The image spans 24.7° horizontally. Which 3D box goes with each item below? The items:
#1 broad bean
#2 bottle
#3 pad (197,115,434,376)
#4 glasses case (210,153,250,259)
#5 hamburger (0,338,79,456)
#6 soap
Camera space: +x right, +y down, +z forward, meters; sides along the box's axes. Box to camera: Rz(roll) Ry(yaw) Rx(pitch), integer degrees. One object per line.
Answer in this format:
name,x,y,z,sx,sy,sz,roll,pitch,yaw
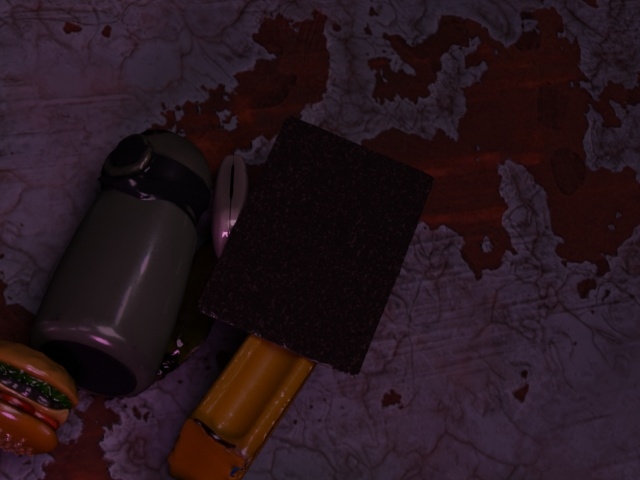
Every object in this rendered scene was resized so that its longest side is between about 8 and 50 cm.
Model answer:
broad bean,-0.151,0.062,1.957,0.077,0.061,0.339,30,59,3
bottle,-0.242,0.017,1.871,0.168,0.168,0.347,26,57,-16
pad,0.000,0.000,1.872,0.220,0.004,0.330,24,58,1
glasses case,-0.120,-0.046,1.956,0.051,0.081,0.204,2,31,-2
hamburger,-0.370,0.188,1.748,0.162,0.162,0.115,29,66,-14
soap,-0.069,0.171,1.877,0.096,0.204,0.324,33,58,3
